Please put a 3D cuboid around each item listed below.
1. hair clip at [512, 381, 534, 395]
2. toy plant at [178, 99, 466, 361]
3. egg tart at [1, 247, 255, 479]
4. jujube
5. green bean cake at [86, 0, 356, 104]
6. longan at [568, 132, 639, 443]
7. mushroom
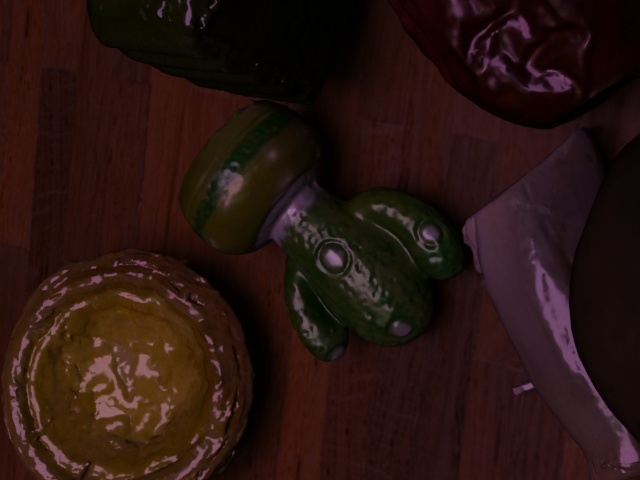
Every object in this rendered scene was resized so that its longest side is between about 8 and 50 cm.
[{"bbox_3d":[0.305,0.173,1.674,0.226,0.034,0.072,24,108,28],"label":"hair clip"},{"bbox_3d":[0.000,0.000,1.782,0.316,0.184,0.224,39,105,13],"label":"toy plant"},{"bbox_3d":[-0.229,0.174,1.948,0.345,0.132,0.345,0,91,21],"label":"egg tart"},{"bbox_3d":[0.193,-0.302,1.573,0.276,0.276,0.376,-35,88,31],"label":"jujube"},{"bbox_3d":[-0.099,-0.334,1.686,0.218,0.319,0.335,11,83,30],"label":"green bean cake"},{"bbox_3d":[0.396,0.050,1.384,0.336,0.404,0.404,-15,87,26],"label":"longan"},{"bbox_3d":[0.265,0.087,1.598,0.137,0.154,0.407,121,136,-70],"label":"mushroom"}]
